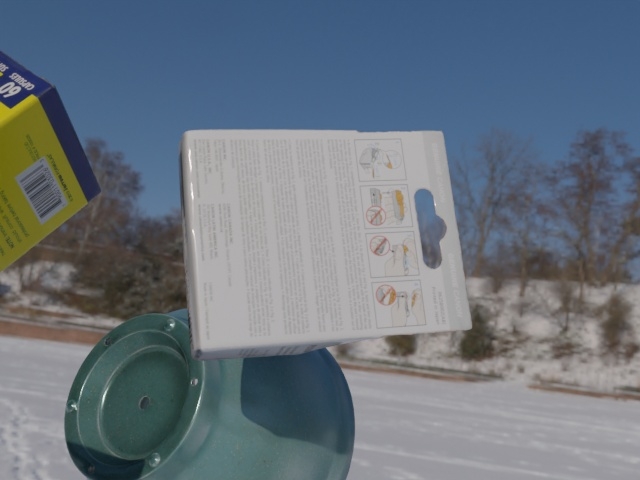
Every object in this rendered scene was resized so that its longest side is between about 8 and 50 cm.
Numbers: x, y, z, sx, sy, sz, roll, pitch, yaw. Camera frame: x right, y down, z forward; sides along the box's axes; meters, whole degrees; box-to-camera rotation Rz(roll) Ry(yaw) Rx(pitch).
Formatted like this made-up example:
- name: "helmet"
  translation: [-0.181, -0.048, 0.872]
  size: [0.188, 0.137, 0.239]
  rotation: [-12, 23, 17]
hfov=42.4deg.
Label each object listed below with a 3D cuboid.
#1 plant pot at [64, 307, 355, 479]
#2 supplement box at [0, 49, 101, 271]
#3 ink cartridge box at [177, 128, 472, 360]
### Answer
- name: "plant pot"
  translation: [-0.137, 0.190, 0.867]
  size: [0.293, 0.292, 0.196]
  rotation: [3, -24, 33]
- name: "supplement box"
  translation: [-0.471, -0.053, 0.950]
  size: [0.194, 0.356, 0.195]
  rotation: [34, -27, 25]
- name: "ink cartridge box"
  translation: [0.000, 0.000, 0.712]
  size: [0.233, 0.188, 0.066]
  rotation: [-1, -15, -18]
